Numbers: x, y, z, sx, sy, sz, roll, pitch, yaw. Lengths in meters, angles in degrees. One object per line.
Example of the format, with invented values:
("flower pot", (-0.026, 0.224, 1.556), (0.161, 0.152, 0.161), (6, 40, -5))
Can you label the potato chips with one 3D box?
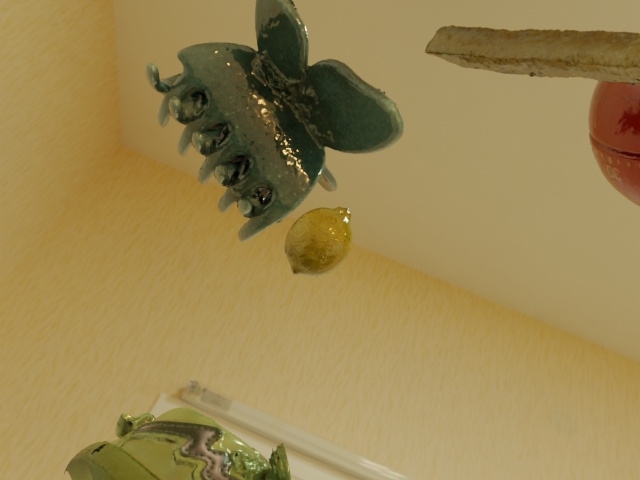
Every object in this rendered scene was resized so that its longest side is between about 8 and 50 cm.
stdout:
("potato chips", (0.284, -0.233, 0.726), (0.080, 0.057, 0.407), (17, 9, -33))

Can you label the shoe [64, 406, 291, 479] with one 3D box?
("shoe", (-0.069, 0.218, 0.433), (0.262, 0.128, 0.140), (28, -39, 14))

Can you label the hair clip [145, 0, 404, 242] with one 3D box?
("hair clip", (-0.102, -0.186, 0.956), (0.318, 0.238, 0.392), (55, -17, -4))

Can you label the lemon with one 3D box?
("lemon", (0.000, 0.000, 0.570), (0.062, 0.083, 0.062), (37, -11, 8))

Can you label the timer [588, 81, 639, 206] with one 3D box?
("timer", (0.600, -0.199, 0.869), (0.378, 0.378, 0.279), (-9, -62, 34))
